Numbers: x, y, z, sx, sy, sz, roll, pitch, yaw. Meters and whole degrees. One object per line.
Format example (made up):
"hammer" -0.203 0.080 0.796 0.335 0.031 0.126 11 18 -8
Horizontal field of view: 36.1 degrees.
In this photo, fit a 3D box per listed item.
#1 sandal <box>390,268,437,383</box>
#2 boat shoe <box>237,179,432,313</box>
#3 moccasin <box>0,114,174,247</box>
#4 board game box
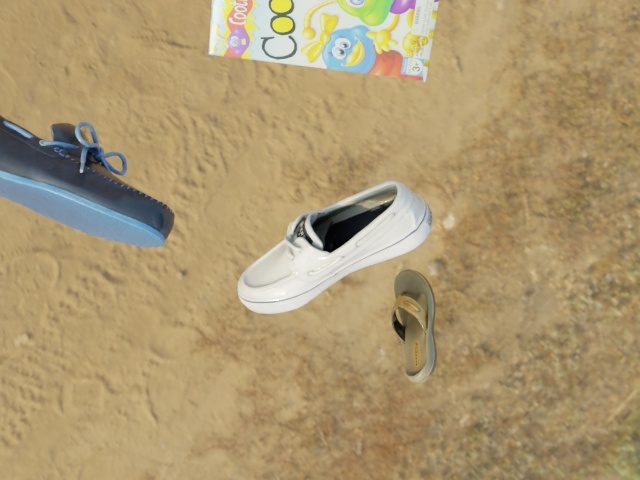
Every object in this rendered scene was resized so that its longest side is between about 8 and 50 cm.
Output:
"sandal" 0.128 0.117 1.414 0.049 0.180 0.072 19 143 -31
"boat shoe" 0.000 0.000 1.144 0.258 0.095 0.084 -29 137 17
"moccasin" -0.329 -0.100 1.213 0.137 0.342 0.116 94 21 -68
"board game box" 0.007 -0.305 1.260 0.276 0.144 0.142 7 114 -1
